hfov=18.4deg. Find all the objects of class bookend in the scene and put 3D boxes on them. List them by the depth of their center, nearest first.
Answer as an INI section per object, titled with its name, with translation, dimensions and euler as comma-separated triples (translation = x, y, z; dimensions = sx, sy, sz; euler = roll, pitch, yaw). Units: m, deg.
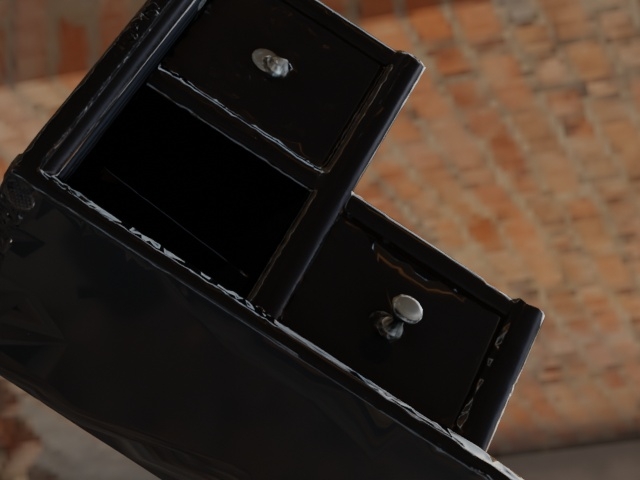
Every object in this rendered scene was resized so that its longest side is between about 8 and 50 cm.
[bookend]
translation = 0.000, 0.000, 0.563
dimensions = 0.072, 0.157, 0.156
euler = -54, -177, 44
